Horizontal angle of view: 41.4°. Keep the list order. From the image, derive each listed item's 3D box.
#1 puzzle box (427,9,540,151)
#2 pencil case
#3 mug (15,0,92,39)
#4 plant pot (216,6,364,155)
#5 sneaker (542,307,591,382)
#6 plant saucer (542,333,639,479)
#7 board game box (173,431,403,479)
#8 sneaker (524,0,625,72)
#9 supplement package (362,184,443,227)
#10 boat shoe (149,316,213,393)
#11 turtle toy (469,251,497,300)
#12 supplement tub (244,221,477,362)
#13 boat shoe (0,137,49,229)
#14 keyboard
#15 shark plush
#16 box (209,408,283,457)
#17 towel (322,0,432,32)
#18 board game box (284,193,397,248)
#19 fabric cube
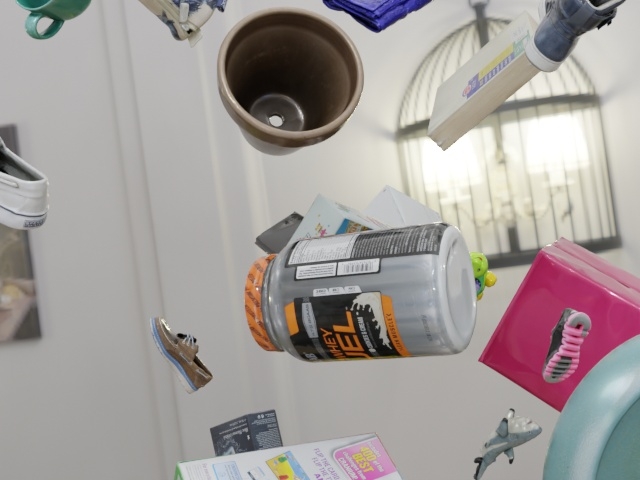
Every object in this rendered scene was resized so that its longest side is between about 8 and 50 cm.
[{"bbox_3d":[0.351,-0.345,1.785,0.272,0.052,0.409,-40,11,24],"label":"puzzle box"},{"bbox_3d":[-0.387,-0.591,1.776,0.160,0.183,0.410,-38,-46,19],"label":"pencil case"},{"bbox_3d":[-0.452,-0.429,1.431,0.158,0.129,0.097,-45,-19,17],"label":"mug"},{"bbox_3d":[-0.071,-0.266,1.587,0.263,0.263,0.229,-7,-16,-14],"label":"plant pot"},{"bbox_3d":[0.360,0.154,1.261,0.047,0.119,0.057,17,14,-17],"label":"sneaker"},{"bbox_3d":[0.397,0.252,0.953,0.317,0.318,0.043,-7,13,-19],"label":"plant saucer"},{"bbox_3d":[-0.018,0.388,1.156,0.316,0.064,0.242,-2,34,-25],"label":"board game box"},{"bbox_3d":[0.394,-0.366,1.260,0.163,0.086,0.226,-55,6,47],"label":"sneaker"},{"bbox_3d":[0.235,-0.009,2.321,0.203,0.194,0.149,26,-62,-30],"label":"supplement package"},{"bbox_3d":[-0.275,0.217,1.684,0.066,0.183,0.066,-27,26,1],"label":"boat shoe"},{"bbox_3d":[0.246,0.058,1.436,0.066,0.095,0.130,-39,-13,-38],"label":"turtle toy"},{"bbox_3d":[0.059,0.083,1.262,0.316,0.194,0.193,-7,0,25],"label":"supplement tub"},{"bbox_3d":[-0.462,-0.114,1.153,0.258,0.084,0.095,31,28,16],"label":"boat shoe"},{"bbox_3d":[0.000,0.000,1.785,0.201,0.033,0.317,-34,30,-14],"label":"keyboard"},{"bbox_3d":[0.332,0.383,1.554,0.161,0.067,0.073,-52,-15,7],"label":"shark plush"},{"bbox_3d":[-0.171,0.502,2.023,0.093,0.158,0.156,1,-22,-45],"label":"box"},{"bbox_3d":[0.185,-0.692,2.311,0.308,0.076,0.227,-36,56,-27],"label":"towel"},{"bbox_3d":[0.062,0.065,1.589,0.303,0.224,0.097,20,18,-43],"label":"board game box"},{"bbox_3d":[0.499,0.172,1.627,0.258,0.254,0.259,30,18,19],"label":"fabric cube"}]
